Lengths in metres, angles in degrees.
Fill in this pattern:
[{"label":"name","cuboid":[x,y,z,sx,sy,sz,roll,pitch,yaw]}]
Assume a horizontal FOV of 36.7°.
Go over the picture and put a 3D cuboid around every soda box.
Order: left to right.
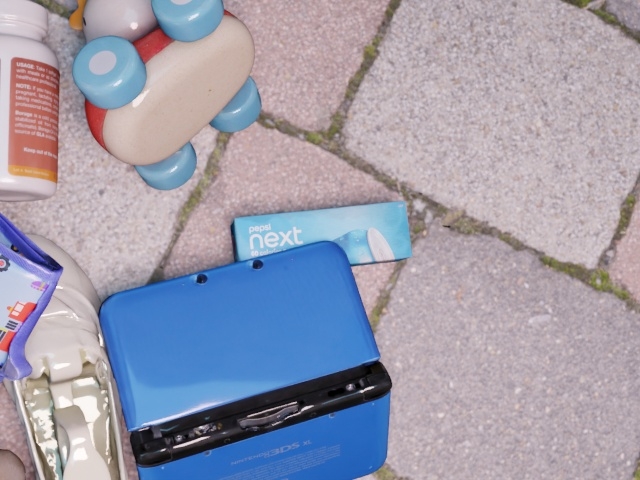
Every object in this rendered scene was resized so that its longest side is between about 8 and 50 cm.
[{"label":"soda box","cuboid":[0.000,0.000,1.170,0.210,0.067,0.071,-6,86,-10]}]

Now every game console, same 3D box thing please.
[{"label":"game console","cuboid":[-0.082,0.172,1.116,0.293,0.250,0.173,-14,44,-14]}]

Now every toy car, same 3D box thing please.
[{"label":"toy car","cuboid":[-0.218,-0.220,1.114,0.210,0.219,0.238,-44,64,-10]}]

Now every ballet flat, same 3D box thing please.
[{"label":"ballet flat","cuboid":[-0.276,0.179,1.068,0.139,0.139,0.400,-12,87,-11]}]

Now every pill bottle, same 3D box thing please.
[{"label":"pill bottle","cuboid":[-0.358,-0.157,1.093,0.121,0.121,0.216,1,84,-10]}]

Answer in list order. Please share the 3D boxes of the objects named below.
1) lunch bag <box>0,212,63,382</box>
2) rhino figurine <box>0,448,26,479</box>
[{"label":"lunch bag","cuboid":[-0.419,0.049,0.998,0.293,0.138,0.221,37,102,4]},{"label":"rhino figurine","cuboid":[-0.315,0.328,1.014,0.073,0.106,0.243,-21,80,-31]}]
